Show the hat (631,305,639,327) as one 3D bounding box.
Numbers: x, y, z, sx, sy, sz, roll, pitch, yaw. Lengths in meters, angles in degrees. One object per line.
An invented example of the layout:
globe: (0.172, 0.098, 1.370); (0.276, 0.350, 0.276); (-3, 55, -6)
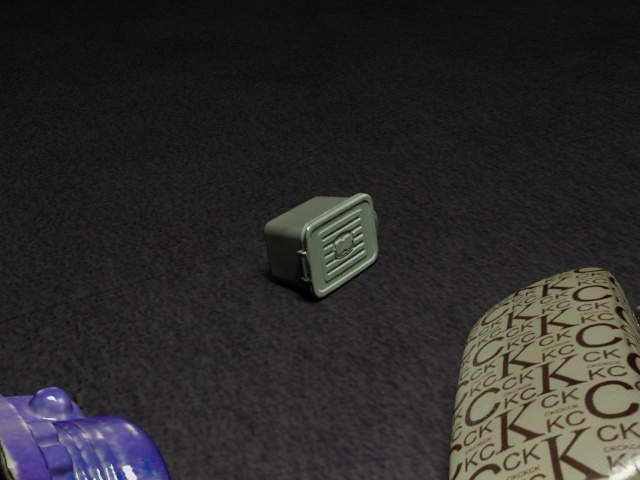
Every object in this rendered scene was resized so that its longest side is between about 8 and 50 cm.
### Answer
hat: (0.303, 0.074, 0.743); (0.121, 0.050, 0.121); (-23, 1, 1)

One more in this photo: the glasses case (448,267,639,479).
glasses case: (0.168, 0.106, 0.604); (0.137, 0.085, 0.355); (-28, 9, 19)

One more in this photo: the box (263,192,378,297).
box: (0.000, 0.000, 0.901); (0.069, 0.084, 0.122); (11, 29, 39)

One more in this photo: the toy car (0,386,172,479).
toy car: (-0.110, 0.185, 0.409); (0.157, 0.235, 0.172); (-7, 26, -34)
